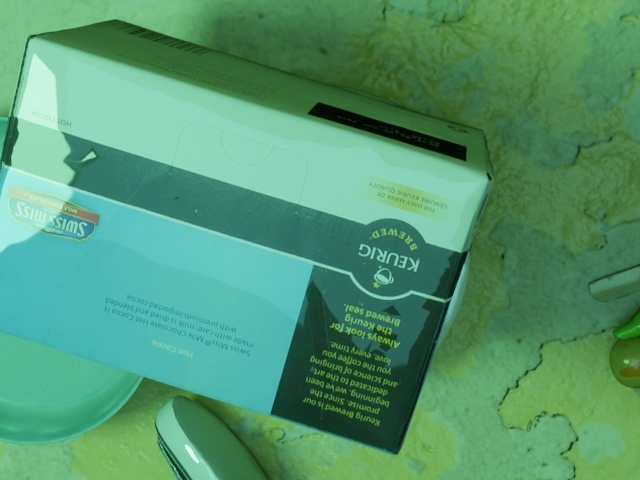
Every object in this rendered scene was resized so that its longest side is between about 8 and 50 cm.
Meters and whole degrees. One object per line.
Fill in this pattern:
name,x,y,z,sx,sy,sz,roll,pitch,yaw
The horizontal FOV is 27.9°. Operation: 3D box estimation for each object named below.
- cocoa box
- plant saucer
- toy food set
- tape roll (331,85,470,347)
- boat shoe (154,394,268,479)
cocoa box,-0.061,-0.014,1.028,0.347,0.231,0.228,17,104,3
plant saucer,-0.289,0.038,1.234,0.318,0.044,0.317,3,102,17
toy food set,0.340,0.109,1.207,0.132,0.038,0.192,-23,99,12
tape roll,0.000,0.000,1.196,0.286,0.100,0.286,2,103,8
boat shoe,-0.085,0.293,1.280,0.102,0.108,0.301,-33,104,12
